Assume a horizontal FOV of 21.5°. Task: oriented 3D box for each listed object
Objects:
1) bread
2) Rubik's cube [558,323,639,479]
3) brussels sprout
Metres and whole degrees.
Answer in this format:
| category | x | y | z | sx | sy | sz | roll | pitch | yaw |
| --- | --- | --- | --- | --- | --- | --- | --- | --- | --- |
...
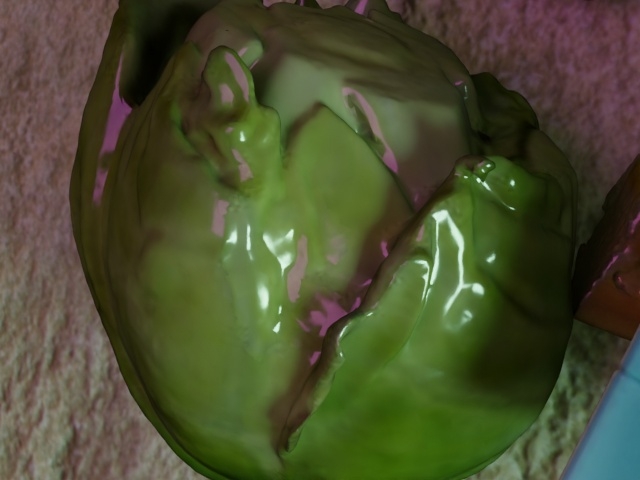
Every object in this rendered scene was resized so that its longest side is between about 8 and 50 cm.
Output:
| category | x | y | z | sx | sy | sz | roll | pitch | yaw |
| --- | --- | --- | --- | --- | --- | --- | --- | --- | --- |
| bread | 0.266 | 0.012 | 1.243 | 0.140 | 0.169 | 0.160 | -63 | 14 | 13 |
| Rubik's cube | 0.370 | 0.107 | 1.004 | 0.290 | 0.291 | 0.291 | 34 | 104 | 34 |
| brussels sprout | -0.012 | 0.015 | 1.271 | 0.425 | 0.342 | 0.361 | 51 | 129 | 51 |
